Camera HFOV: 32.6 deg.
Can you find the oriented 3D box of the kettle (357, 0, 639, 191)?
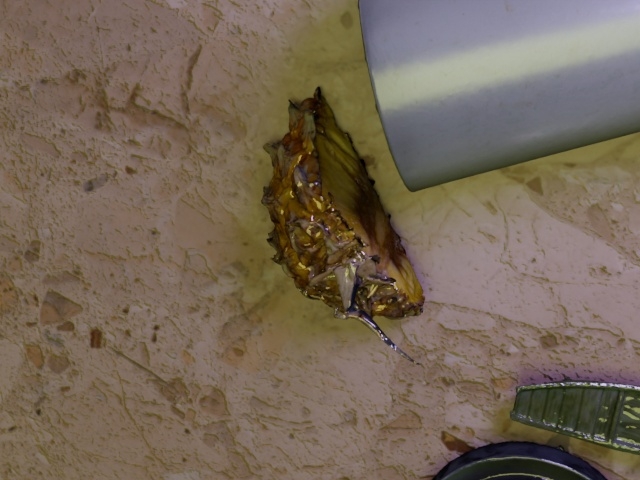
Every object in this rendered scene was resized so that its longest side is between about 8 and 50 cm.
[{"bbox_3d":[0.243,-0.263,1.190,0.376,0.250,0.361,-11,75,13],"label":"kettle"}]

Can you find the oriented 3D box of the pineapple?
[{"bbox_3d":[-0.002,0.001,1.339,0.161,0.158,0.335,-23,101,18],"label":"pineapple"}]

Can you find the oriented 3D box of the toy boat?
[{"bbox_3d":[0.387,0.221,1.372,0.293,0.055,0.093,11,109,9],"label":"toy boat"}]

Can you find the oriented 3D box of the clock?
[{"bbox_3d":[0.269,0.413,1.453,0.312,0.061,0.313,4,107,12],"label":"clock"}]
